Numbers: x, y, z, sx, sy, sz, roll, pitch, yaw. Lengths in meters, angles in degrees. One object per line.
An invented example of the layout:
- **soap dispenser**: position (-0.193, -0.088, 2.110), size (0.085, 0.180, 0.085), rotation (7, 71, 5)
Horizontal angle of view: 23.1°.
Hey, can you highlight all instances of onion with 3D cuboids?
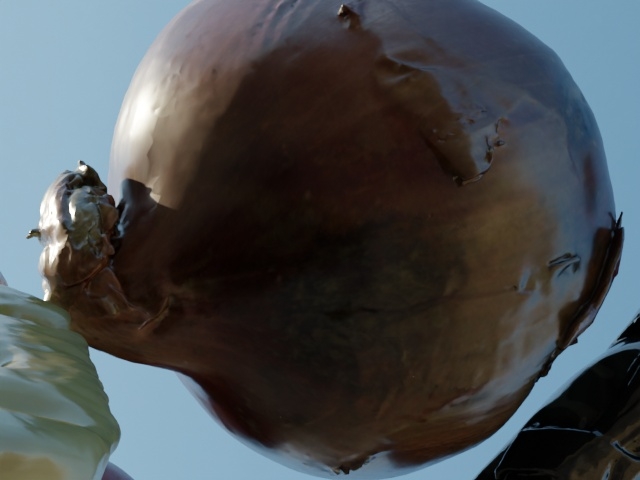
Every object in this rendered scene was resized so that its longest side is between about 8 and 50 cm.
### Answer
- **onion**: position (0.021, -0.022, 0.985), size (0.354, 0.353, 0.353), rotation (10, -58, 16)

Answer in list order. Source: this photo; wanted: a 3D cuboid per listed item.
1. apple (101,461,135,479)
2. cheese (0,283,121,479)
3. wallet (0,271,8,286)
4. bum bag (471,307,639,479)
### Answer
- **apple**: position (-0.231, 0.270, 1.158), size (0.216, 0.260, 0.260), rotation (16, -49, 54)
- **cheese**: position (-0.218, 0.081, 0.663), size (0.384, 0.384, 0.104), rotation (14, -86, 14)
- **wallet**: position (-0.337, 0.048, 1.524), size (0.190, 0.033, 0.095), rotation (31, -44, 56)
- **bum bag**: position (0.159, 0.149, 1.005), size (0.095, 0.144, 0.340), rotation (42, -96, 17)
